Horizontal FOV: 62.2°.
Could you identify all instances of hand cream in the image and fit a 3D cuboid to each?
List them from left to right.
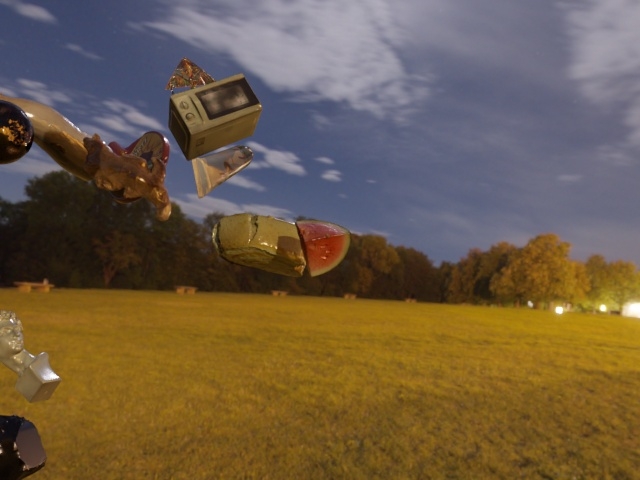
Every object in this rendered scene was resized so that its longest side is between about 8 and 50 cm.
[{"bbox_3d":[-0.236,-0.182,1.297,0.058,0.091,0.271,3,21,17],"label":"hand cream"}]

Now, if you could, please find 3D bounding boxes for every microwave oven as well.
[{"bbox_3d":[-0.276,-0.322,1.363,0.204,0.129,0.163,-27,-7,-25],"label":"microwave oven"}]

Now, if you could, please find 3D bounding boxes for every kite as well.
[{"bbox_3d":[-0.398,-0.488,1.632,0.182,0.160,0.010,-17,1,-36],"label":"kite"}]

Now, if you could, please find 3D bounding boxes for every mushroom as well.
[{"bbox_3d":[-0.850,-0.331,1.647,0.177,0.126,0.397,-15,-36,26],"label":"mushroom"}]

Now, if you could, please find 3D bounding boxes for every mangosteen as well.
[{"bbox_3d":[-0.753,-0.252,1.230,0.152,0.153,0.152,6,-4,0],"label":"mangosteen"}]

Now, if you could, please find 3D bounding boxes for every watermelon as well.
[{"bbox_3d":[0.000,0.000,1.105,0.135,0.126,0.094,-22,-18,30],"label":"watermelon"}]

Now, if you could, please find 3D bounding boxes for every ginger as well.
[{"bbox_3d":[-0.573,-0.203,1.582,0.332,0.166,0.080,27,-11,-1],"label":"ginger"}]

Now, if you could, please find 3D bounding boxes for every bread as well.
[{"bbox_3d":[-0.142,0.005,1.340,0.256,0.124,0.186,17,-20,-22],"label":"bread"}]

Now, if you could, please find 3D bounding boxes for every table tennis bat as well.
[{"bbox_3d":[-0.636,-0.264,1.799,0.414,0.268,0.051,31,-5,46],"label":"table tennis bat"}]

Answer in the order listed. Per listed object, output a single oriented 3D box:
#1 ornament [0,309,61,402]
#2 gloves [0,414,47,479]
[{"bbox_3d":[-0.849,0.332,1.489,0.130,0.285,0.120,-39,-4,3],"label":"ornament"},{"bbox_3d":[-0.818,0.508,1.270,0.300,0.197,0.152,-16,4,24],"label":"gloves"}]
